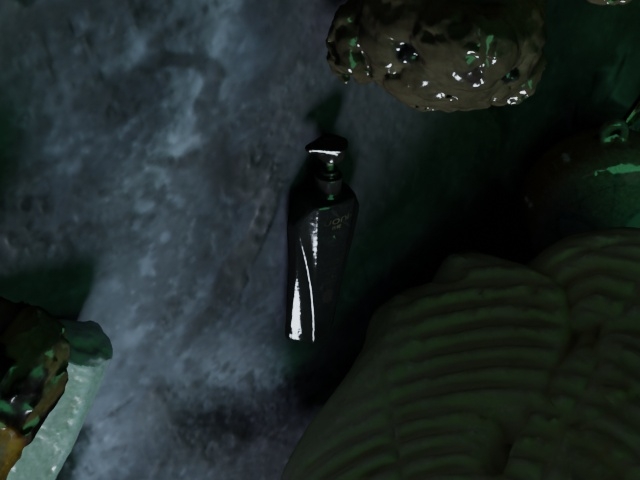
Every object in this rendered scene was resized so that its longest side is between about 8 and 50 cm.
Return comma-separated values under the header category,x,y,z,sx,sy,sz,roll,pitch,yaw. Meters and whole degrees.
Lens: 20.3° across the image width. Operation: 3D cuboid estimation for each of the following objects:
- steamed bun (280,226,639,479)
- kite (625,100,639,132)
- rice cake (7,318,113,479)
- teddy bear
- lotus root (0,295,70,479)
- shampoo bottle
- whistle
category,x,y,z,sx,sy,sz,roll,pitch,yaw
steamed bun,0.153,0.137,1.107,0.206,0.320,0.275,47,55,-52
kite,0.220,-0.032,1.243,0.160,0.010,0.183,-29,137,-22
rice cake,-0.191,0.142,0.981,0.085,0.040,0.226,9,115,-45
teddy bear,0.081,-0.150,0.940,0.177,0.140,0.190,8,127,-16
lotus root,-0.239,0.146,0.850,0.310,0.183,0.183,-40,140,-19
shampoo bottle,0.000,0.000,1.053,0.048,0.027,0.137,-20,132,-34
whistle,0.179,0.005,1.194,0.107,0.057,0.220,-8,130,-12
